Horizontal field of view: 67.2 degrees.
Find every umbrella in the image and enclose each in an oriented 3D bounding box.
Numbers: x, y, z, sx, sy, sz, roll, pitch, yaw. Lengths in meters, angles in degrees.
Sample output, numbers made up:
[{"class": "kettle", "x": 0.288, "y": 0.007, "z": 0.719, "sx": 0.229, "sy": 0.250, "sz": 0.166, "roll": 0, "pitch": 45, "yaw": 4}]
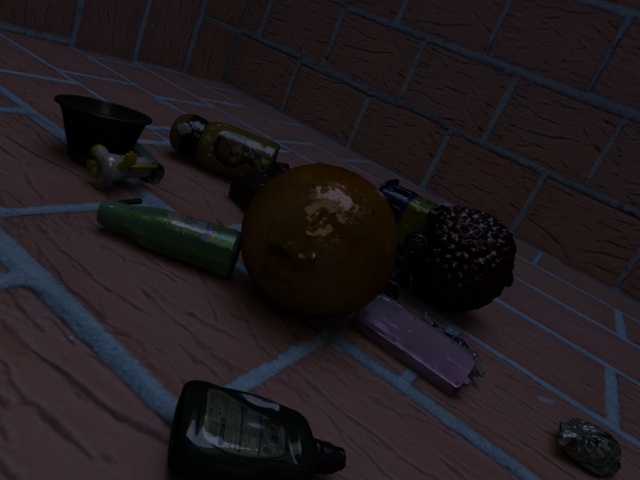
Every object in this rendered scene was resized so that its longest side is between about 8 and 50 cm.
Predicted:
[{"class": "umbrella", "x": -0.162, "y": -0.253, "z": 1.764, "sx": 0.326, "sy": 0.090, "sz": 0.094, "roll": 35, "pitch": 20, "yaw": 28}]

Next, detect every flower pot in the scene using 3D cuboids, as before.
[{"class": "flower pot", "x": -0.578, "y": -0.280, "z": 1.269, "sx": 0.235, "sy": 0.148, "sz": 0.235, "roll": 16, "pitch": 16, "yaw": -5}]

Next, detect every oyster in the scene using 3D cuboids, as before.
[{"class": "oyster", "x": 0.526, "y": 0.395, "z": 0.941, "sx": 0.124, "sy": 0.064, "sz": 0.177, "roll": 31, "pitch": 19, "yaw": 31}]

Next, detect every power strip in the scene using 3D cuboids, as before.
[{"class": "power strip", "x": 0.196, "y": 0.212, "z": 1.018, "sx": 0.278, "sy": 0.038, "sz": 0.109, "roll": 33, "pitch": 43, "yaw": 23}]

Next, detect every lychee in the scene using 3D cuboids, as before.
[{"class": "lychee", "x": 0.373, "y": 0.044, "z": 1.319, "sx": 0.330, "sy": 0.306, "sz": 0.306, "roll": 29, "pitch": 20, "yaw": 1}]

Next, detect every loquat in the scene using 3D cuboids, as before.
[{"class": "loquat", "x": 0.000, "y": 0.000, "z": 0.972, "sx": 0.328, "sy": 0.329, "sz": 0.328, "roll": 21, "pitch": 20, "yaw": -8}]

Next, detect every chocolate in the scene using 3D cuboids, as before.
[{"class": "chocolate", "x": -0.308, "y": -0.014, "z": 0.993, "sx": 0.291, "sy": 0.110, "sz": 0.110, "roll": 19, "pitch": 20, "yaw": -6}, {"class": "chocolate", "x": -0.154, "y": -0.101, "z": 1.385, "sx": 0.111, "sy": 0.112, "sz": 0.321, "roll": -5, "pitch": 35, "yaw": -36}]

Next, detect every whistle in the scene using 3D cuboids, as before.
[{"class": "whistle", "x": -0.547, "y": -0.261, "z": 1.395, "sx": 0.062, "sy": 0.062, "sz": 0.312, "roll": 0, "pitch": 31, "yaw": -48}]

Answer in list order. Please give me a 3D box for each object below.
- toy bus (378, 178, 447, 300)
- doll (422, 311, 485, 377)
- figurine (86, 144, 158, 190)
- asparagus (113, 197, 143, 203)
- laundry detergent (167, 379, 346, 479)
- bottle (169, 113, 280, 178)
[{"class": "toy bus", "x": 0.171, "y": 0.011, "z": 1.181, "sx": 0.175, "sy": 0.288, "sz": 0.138, "roll": 32, "pitch": 21, "yaw": 17}, {"class": "doll", "x": 0.293, "y": 0.234, "z": 1.095, "sx": 0.113, "sy": 0.057, "sz": 0.227, "roll": 11, "pitch": 22, "yaw": -40}, {"class": "figurine", "x": -0.486, "y": -0.180, "z": 1.196, "sx": 0.129, "sy": 0.109, "sz": 0.178, "roll": -9, "pitch": 2, "yaw": 7}, {"class": "asparagus", "x": -0.461, "y": -0.089, "z": 1.125, "sx": 0.015, "sy": 0.014, "sz": 0.114, "roll": 13, "pitch": 16, "yaw": 23}, {"class": "laundry detergent", "x": -0.074, "y": 0.250, "z": 0.613, "sx": 0.221, "sy": 0.078, "sz": 0.144, "roll": 16, "pitch": 17, "yaw": -18}, {"class": "bottle", "x": -0.325, "y": -0.302, "z": 1.596, "sx": 0.351, "sy": 0.172, "sz": 0.171, "roll": 20, "pitch": 20, "yaw": -5}]
